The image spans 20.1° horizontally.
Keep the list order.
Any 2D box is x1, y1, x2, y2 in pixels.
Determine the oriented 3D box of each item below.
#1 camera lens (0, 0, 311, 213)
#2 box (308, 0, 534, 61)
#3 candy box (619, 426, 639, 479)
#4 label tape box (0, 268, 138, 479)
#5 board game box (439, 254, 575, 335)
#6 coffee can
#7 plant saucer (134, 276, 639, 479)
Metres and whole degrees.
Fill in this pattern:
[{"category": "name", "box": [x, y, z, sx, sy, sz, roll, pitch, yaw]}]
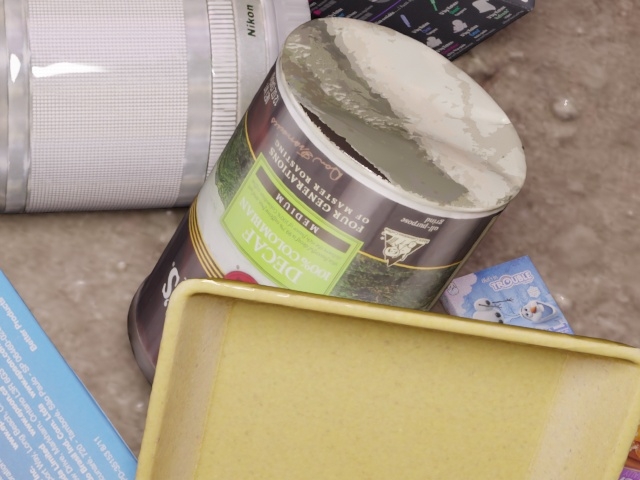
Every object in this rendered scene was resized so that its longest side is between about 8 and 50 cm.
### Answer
[{"category": "camera lens", "box": [-0.160, -0.134, 1.473, 0.274, 0.219, 0.219, -2, 59, -14]}, {"category": "box", "box": [0.048, -0.290, 1.604, 0.270, 0.143, 0.165, 15, 68, -25]}, {"category": "candy box", "box": [0.238, 0.214, 1.433, 0.109, 0.053, 0.186, 32, 57, 22]}, {"category": "label tape box", "box": [-0.328, 0.177, 1.246, 0.347, 0.115, 0.249, -38, 100, -28]}, {"category": "board game box", "box": [0.158, 0.064, 1.540, 0.090, 0.020, 0.090, -18, 62, -22]}, {"category": "coffee can", "box": [0.000, 0.000, 1.358, 0.201, 0.275, 0.201, 22, 36, -16]}, {"category": "plant saucer", "box": [0.033, 0.169, 1.294, 0.332, 0.333, 0.081, 9, 31, -8]}]
